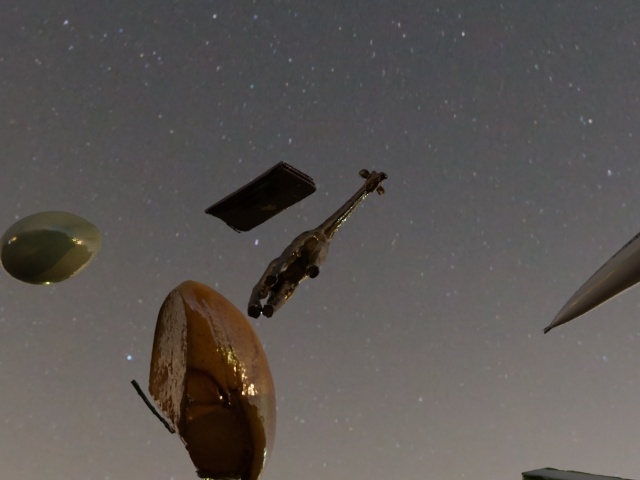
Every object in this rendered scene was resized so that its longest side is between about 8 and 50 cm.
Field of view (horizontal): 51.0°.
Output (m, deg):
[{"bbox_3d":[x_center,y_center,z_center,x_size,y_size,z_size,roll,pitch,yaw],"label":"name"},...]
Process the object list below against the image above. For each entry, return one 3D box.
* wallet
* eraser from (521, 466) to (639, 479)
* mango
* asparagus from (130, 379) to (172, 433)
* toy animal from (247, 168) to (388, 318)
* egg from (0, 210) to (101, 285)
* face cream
[{"bbox_3d":[-0.097,-0.070,1.104,0.176,0.026,0.095,-30,-40,32],"label":"wallet"},{"bbox_3d":[0.413,0.491,1.016,0.210,0.274,0.092,-5,-2,45],"label":"eraser"},{"bbox_3d":[-0.188,0.238,1.140,0.201,0.199,0.350,-11,-91,19],"label":"mango"},{"bbox_3d":[-0.407,0.404,1.627,0.016,0.016,0.163,-40,-92,20],"label":"asparagus"},{"bbox_3d":[-0.004,0.004,0.887,0.054,0.275,0.149,45,-40,-2],"label":"toy animal"},{"bbox_3d":[-0.416,0.011,1.038,0.152,0.114,0.114,-18,-41,-23],"label":"egg"},{"bbox_3d":[0.392,0.041,0.871,0.244,0.092,0.058,-44,-109,21],"label":"face cream"}]
